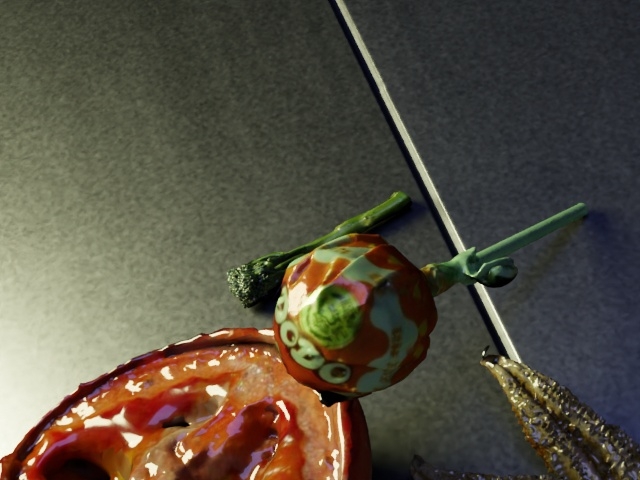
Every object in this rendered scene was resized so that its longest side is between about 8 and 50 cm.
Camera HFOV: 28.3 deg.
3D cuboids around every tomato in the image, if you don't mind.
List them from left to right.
[{"bbox_3d":[-0.071,0.159,0.713,0.228,0.101,0.228,-10,46,10],"label":"tomato"}]

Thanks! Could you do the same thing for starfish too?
[{"bbox_3d":[0.159,0.154,0.700,0.227,0.043,0.240,27,67,29],"label":"starfish"}]

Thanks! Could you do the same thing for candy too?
[{"bbox_3d":[0.081,0.019,0.743,0.078,0.084,0.288,36,34,27],"label":"candy"}]

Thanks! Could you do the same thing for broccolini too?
[{"bbox_3d":[0.000,0.000,0.850,0.140,0.035,0.030,-30,58,-12],"label":"broccolini"}]
